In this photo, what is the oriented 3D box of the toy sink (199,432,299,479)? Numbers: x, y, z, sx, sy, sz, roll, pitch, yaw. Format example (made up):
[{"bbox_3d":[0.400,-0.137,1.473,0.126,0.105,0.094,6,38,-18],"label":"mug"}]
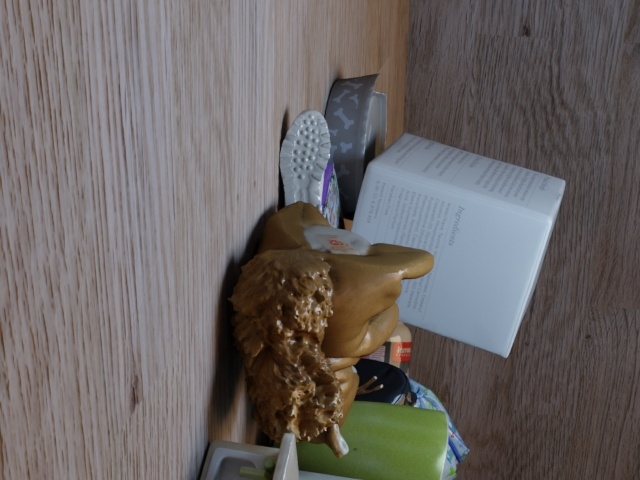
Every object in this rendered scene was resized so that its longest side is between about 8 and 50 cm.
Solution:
[{"bbox_3d":[-0.111,0.389,1.465,0.234,0.131,0.153,88,12,-53],"label":"toy sink"}]

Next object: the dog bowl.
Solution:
[{"bbox_3d":[0.077,-0.209,2.274,0.349,0.102,0.349,5,90,-80],"label":"dog bowl"}]

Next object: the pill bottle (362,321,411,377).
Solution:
[{"bbox_3d":[0.110,0.297,2.410,0.210,0.210,0.363,13,83,-80],"label":"pill bottle"}]

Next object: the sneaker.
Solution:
[{"bbox_3d":[-0.032,-0.122,1.813,0.095,0.090,0.235,-96,-167,-76],"label":"sneaker"}]

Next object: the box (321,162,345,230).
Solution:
[{"bbox_3d":[0.000,0.000,2.075,0.293,0.057,0.201,78,20,-60],"label":"box"}]

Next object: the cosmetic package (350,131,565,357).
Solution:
[{"bbox_3d":[0.289,-0.004,2.185,0.329,0.393,0.328,-41,147,-65],"label":"cosmetic package"}]

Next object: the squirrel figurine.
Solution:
[{"bbox_3d":[-0.028,0.180,1.630,0.397,0.281,0.371,-30,137,-60],"label":"squirrel figurine"}]

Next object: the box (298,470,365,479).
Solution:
[{"bbox_3d":[0.009,0.473,1.652,0.121,0.311,0.148,-30,124,-78],"label":"box"}]

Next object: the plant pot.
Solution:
[{"bbox_3d":[0.052,0.408,1.843,0.275,0.293,0.275,-163,-90,-88],"label":"plant pot"}]

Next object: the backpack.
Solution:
[{"bbox_3d":[0.165,0.423,2.178,0.273,0.290,0.356,-33,113,-29],"label":"backpack"}]
